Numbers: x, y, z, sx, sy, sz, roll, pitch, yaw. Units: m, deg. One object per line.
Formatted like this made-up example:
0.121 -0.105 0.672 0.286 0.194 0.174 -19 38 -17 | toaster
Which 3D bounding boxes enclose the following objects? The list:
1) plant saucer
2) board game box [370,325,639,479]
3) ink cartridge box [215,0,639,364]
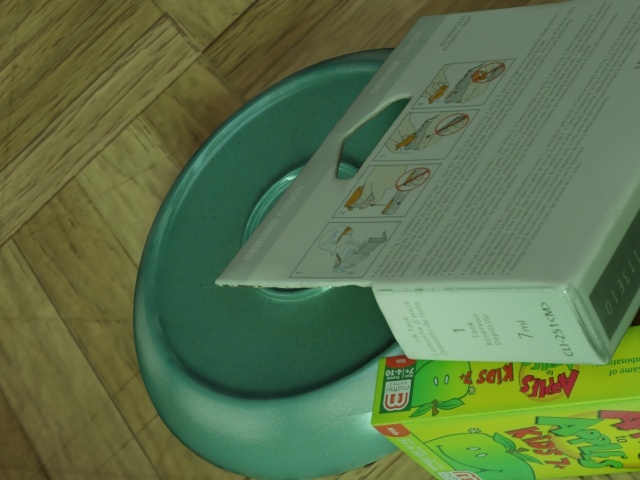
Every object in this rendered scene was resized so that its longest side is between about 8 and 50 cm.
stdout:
0.000 0.000 1.105 0.318 0.044 0.317 -18 52 26 | plant saucer
0.129 0.091 0.918 0.181 0.092 0.043 -9 56 31 | board game box
0.104 -0.043 0.985 0.239 0.060 0.275 -2 39 41 | ink cartridge box
